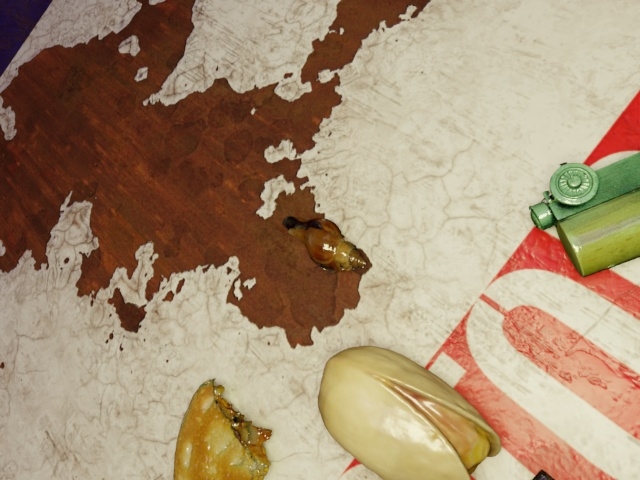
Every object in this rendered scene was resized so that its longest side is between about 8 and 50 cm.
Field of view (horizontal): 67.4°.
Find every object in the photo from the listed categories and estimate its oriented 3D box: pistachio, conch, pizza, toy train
[{"bbox_3d":[0.132,0.282,0.772,0.299,0.187,0.187,24,87,28],"label":"pistachio"},{"bbox_3d":[0.001,-0.003,0.974,0.086,0.080,0.232,-43,61,0],"label":"conch"},{"bbox_3d":[-0.185,0.421,0.940,0.229,0.081,0.289,-5,74,31],"label":"pizza"},{"bbox_3d":[0.494,-0.062,0.738,0.308,0.126,0.189,-25,75,16],"label":"toy train"}]

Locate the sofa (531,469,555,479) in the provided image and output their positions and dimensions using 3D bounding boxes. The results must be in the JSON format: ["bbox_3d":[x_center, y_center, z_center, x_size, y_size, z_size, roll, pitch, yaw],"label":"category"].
[{"bbox_3d":[0.322,0.414,0.726,0.060,0.039,0.118,41,95,30],"label":"sofa"}]
